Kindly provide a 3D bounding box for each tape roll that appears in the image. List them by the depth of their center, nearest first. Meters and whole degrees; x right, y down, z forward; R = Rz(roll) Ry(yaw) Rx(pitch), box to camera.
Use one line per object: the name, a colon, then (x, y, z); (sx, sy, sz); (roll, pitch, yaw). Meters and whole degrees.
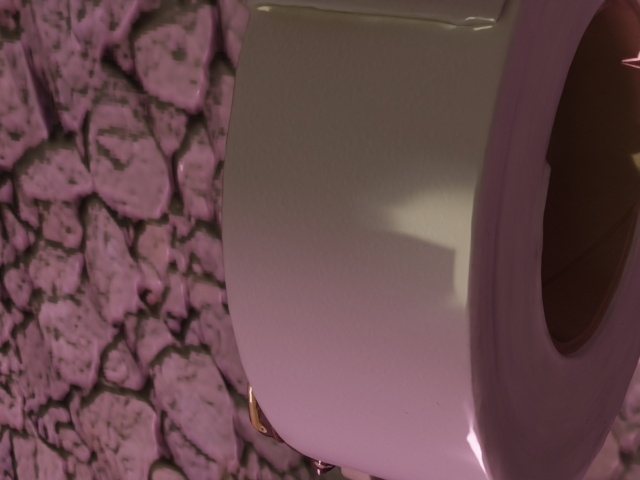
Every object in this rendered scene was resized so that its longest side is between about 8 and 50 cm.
tape roll: (0.074, -0.034, 0.529); (0.100, 0.286, 0.286); (11, 122, 28)

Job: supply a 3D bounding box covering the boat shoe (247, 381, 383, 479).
boat shoe: (0.000, 0.000, 0.711); (0.096, 0.116, 0.324); (14, 129, 22)
